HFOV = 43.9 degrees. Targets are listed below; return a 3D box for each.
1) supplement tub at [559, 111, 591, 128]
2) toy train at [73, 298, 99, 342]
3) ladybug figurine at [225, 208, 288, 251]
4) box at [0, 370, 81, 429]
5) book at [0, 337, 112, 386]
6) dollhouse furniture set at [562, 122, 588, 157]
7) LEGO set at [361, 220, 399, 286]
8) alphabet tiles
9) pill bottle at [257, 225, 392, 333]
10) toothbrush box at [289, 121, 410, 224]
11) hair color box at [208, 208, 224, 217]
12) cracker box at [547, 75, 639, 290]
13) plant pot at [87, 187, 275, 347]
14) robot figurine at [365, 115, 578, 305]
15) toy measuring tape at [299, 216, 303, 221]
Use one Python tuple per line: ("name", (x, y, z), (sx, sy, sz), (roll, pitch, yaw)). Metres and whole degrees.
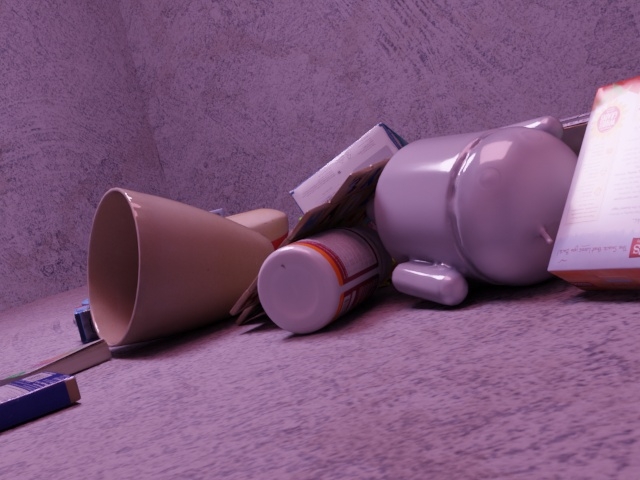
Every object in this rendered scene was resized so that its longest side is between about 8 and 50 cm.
("supplement tub", (0.516, -0.146, 1.507), (0.194, 0.193, 0.316), (-18, 5, -42))
("toy train", (-0.399, 0.144, 1.577), (0.184, 0.080, 0.105), (-13, 13, -12))
("ladybug figurine", (-0.256, 0.042, 1.815), (0.449, 0.161, 0.305), (-17, 5, -30))
("box", (-0.423, 0.214, 0.970), (0.225, 0.036, 0.136), (-16, 4, -33))
("book", (-0.411, 0.197, 1.228), (0.096, 0.035, 0.144), (-16, 4, 37))
("dollhouse furniture set", (0.381, -0.081, 1.052), (0.151, 0.197, 0.301), (-11, 4, 11))
("LEGO set", (0.077, 0.018, 1.385), (0.132, 0.107, 0.287), (-14, 4, 7))
("alphabet tiles", (0.000, 0.000, 1.240), (0.342, 0.011, 0.285), (-51, -14, 33))
("pill bottle", (0.015, 0.047, 1.129), (0.121, 0.121, 0.221), (-12, 5, 29))
("toothbrush box", (0.112, -0.083, 1.527), (0.216, 0.126, 0.295), (-36, -19, 15))
("hair color box", (-0.434, 0.039, 2.297), (0.375, 0.185, 0.114), (-11, 4, 33))
("cracker box", (0.343, -0.063, 0.832), (0.067, 0.232, 0.156), (26, -15, -25))
("plant pot", (-0.222, 0.046, 1.344), (0.274, 0.256, 0.256), (2, -5, -34))
("robot figurine", (0.209, -0.045, 1.051), (0.300, 0.200, 0.353), (-58, 26, -15))
("toy measuring tape", (0.005, 0.027, 1.650), (0.121, 0.121, 0.330), (-15, 16, -5))
